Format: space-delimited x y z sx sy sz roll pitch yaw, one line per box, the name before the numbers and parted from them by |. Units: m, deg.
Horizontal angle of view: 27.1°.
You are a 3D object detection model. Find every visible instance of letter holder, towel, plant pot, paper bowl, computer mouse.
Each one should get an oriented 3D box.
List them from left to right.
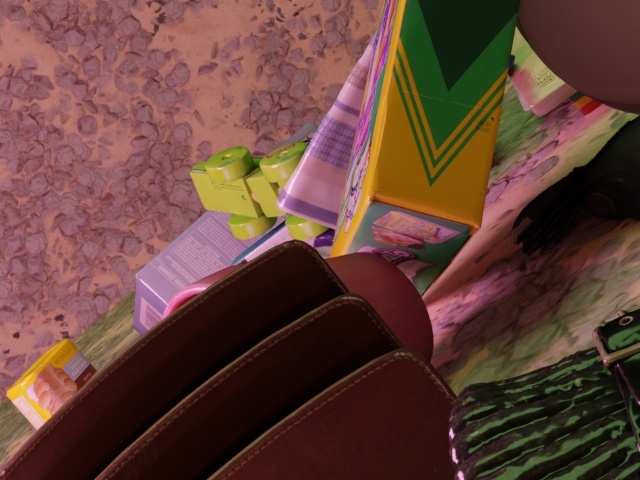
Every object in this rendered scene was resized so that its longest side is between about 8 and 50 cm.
letter holder | -0.061 0.163 0.903 0.302 0.214 0.152 -40 9 -5
plant pot | -0.008 0.100 1.140 0.180 0.201 0.201 -25 -1 -38
towel | 0.089 -0.129 1.570 0.285 0.209 0.034 -60 39 17
computer mouse | 0.276 -0.071 1.166 0.188 0.072 0.272 -41 9 -15
paper bowl | 0.297 -0.242 1.242 0.148 0.284 0.284 -44 10 -36

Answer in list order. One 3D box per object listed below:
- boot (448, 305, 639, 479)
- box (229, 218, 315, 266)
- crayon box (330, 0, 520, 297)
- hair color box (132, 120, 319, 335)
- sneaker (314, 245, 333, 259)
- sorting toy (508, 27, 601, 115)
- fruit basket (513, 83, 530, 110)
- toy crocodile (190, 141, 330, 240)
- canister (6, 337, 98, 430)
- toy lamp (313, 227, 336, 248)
boot | 0.199 0.052 0.685 0.260 0.131 0.348 -35 10 21
box | 0.000 0.000 1.820 0.244 0.100 0.060 -36 8 13
crayon box | 0.096 -0.121 1.259 0.363 0.106 0.313 110 171 -75
hair color box | -0.111 0.007 1.995 0.374 0.113 0.185 -43 -13 -26
sneaker | 0.031 0.035 1.589 0.212 0.080 0.094 -13 3 23
sorting toy | 0.333 -0.291 1.631 0.257 0.089 0.255 -37 45 15
fruit basket | 0.394 -0.321 1.806 0.327 0.165 0.353 -37 25 16
toy crocodile | -0.055 -0.073 1.753 0.105 0.115 0.340 -37 23 -31
canister | -0.317 0.226 1.743 0.073 0.170 0.126 -33 11 33
toy lamp | -0.026 0.068 1.663 0.275 0.080 0.080 -43 10 -28
